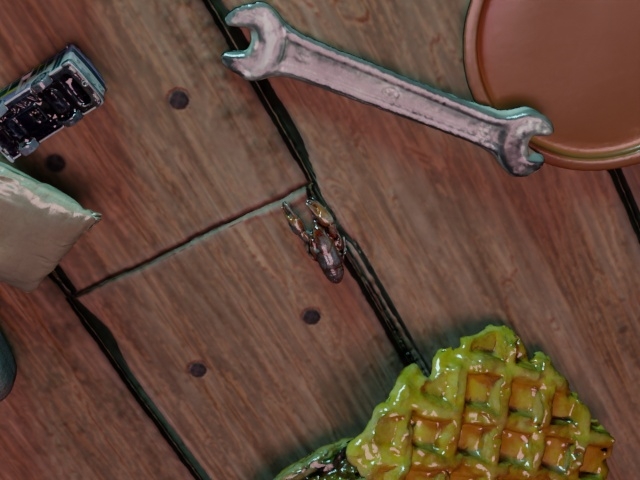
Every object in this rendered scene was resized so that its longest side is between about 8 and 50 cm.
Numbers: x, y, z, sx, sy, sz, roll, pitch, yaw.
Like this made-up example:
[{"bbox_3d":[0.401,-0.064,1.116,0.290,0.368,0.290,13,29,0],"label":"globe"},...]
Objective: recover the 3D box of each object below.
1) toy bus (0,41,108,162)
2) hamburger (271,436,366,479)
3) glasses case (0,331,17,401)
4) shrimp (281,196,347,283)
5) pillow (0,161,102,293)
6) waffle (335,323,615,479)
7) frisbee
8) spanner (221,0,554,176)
[{"bbox_3d":[-0.228,-0.116,0.943,0.102,0.058,0.052,-29,120,17],"label":"toy bus"},{"bbox_3d":[0.031,0.302,1.156,0.183,0.130,0.206,-34,100,4],"label":"hamburger"},{"bbox_3d":[-0.448,0.145,1.059,0.323,0.074,0.131,-24,118,9],"label":"glasses case"},{"bbox_3d":[0.002,-0.003,1.034,0.038,0.029,0.092,-31,111,13],"label":"shrimp"},{"bbox_3d":[-0.318,-0.037,0.972,0.229,0.050,0.148,28,139,-21],"label":"pillow"},{"bbox_3d":[0.158,0.253,1.081,0.302,0.068,0.325,-37,107,-22],"label":"waffle"},{"bbox_3d":[0.243,-0.175,0.963,0.250,0.021,0.251,-2,118,-4],"label":"frisbee"},{"bbox_3d":[0.059,-0.128,0.967,0.302,0.017,0.071,18,115,-7],"label":"spanner"}]
